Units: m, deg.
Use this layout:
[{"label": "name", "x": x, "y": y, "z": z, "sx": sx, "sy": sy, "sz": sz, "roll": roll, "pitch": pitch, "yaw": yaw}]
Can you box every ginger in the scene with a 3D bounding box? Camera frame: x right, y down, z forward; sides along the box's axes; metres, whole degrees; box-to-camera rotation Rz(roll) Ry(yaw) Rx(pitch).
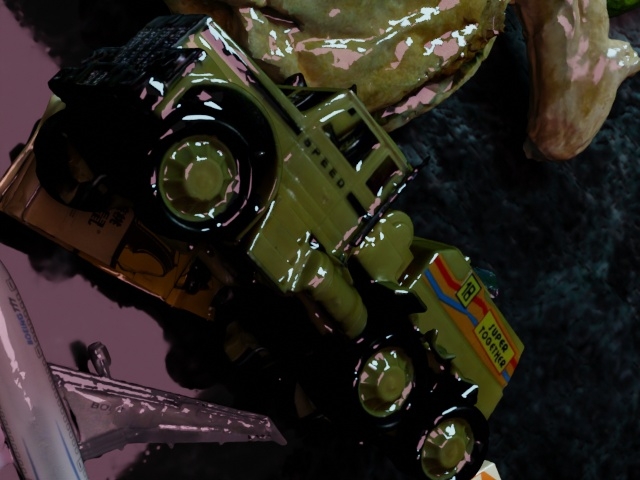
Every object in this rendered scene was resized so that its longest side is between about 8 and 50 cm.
[{"label": "ginger", "x": 0.118, "y": -0.213, "z": 0.541, "sx": 0.148, "sy": 0.081, "sz": 0.333, "roll": -19, "pitch": 94, "yaw": -6}]

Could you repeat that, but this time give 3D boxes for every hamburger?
[{"label": "hamburger", "x": 0.003, "y": -0.155, "z": 0.478, "sx": 0.183, "sy": 0.130, "sz": 0.206, "roll": -39, "pitch": 115, "yaw": -8}]

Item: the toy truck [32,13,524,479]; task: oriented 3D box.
[{"label": "toy truck", "x": -0.004, "y": 0.002, "z": 0.413, "sx": 0.257, "sy": 0.127, "sz": 0.127, "roll": 45, "pitch": 75, "yaw": -33}]

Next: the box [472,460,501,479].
[{"label": "box", "x": 0.097, "y": 0.189, "z": 0.540, "sx": 0.058, "sy": 0.015, "sz": 0.093, "roll": -25, "pitch": 96, "yaw": -22}]

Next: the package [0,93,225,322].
[{"label": "package", "x": -0.093, "y": -0.014, "z": 0.454, "sx": 0.131, "sy": 0.047, "sz": 0.071, "roll": 34, "pitch": 73, "yaw": -39}]

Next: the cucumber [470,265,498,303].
[{"label": "cucumber", "x": 0.041, "y": 0.019, "z": 0.522, "sx": 0.133, "sy": 0.032, "sz": 0.032, "roll": 13, "pitch": 80, "yaw": -22}]

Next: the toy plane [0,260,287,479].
[{"label": "toy plane", "x": -0.129, "y": 0.105, "z": 0.423, "sx": 0.226, "sy": 0.058, "sz": 0.226, "roll": -21, "pitch": 91, "yaw": -21}]

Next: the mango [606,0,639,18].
[{"label": "mango", "x": 0.225, "y": -0.225, "z": 0.592, "sx": 0.119, "sy": 0.100, "sz": 0.178, "roll": 42, "pitch": 81, "yaw": -20}]
